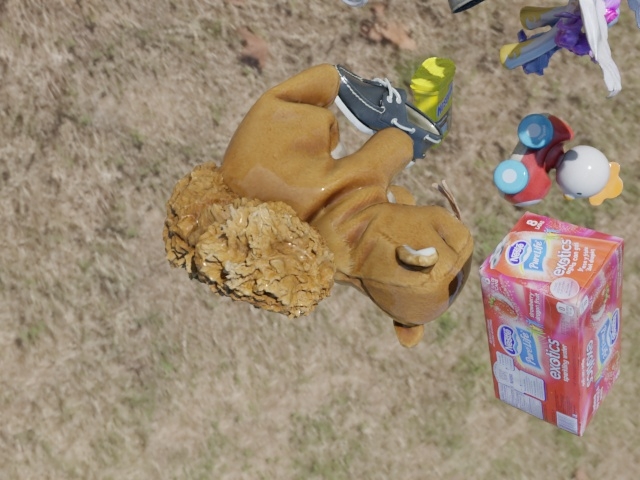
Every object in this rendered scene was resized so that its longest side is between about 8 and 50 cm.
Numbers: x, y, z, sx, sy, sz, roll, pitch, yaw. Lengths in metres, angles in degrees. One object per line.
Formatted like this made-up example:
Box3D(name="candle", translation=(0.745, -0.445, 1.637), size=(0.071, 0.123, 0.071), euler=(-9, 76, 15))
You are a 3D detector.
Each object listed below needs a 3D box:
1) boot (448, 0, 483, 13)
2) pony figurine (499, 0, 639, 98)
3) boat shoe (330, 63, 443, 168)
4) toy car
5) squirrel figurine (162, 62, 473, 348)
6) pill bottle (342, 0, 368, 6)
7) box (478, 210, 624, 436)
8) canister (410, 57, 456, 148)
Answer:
Box3D(name="boot", translation=(0.277, -0.540, 1.530), size=(0.076, 0.208, 0.190), euler=(-6, 167, -40))
Box3D(name="pony figurine", translation=(0.435, -0.394, 1.356), size=(0.303, 0.363, 0.351), euler=(-17, 92, -34))
Box3D(name="boat shoe", translation=(0.104, -0.221, 1.413), size=(0.091, 0.114, 0.302), euler=(-35, 150, 19))
Box3D(name="toy car", translation=(0.524, -0.139, 1.834), size=(0.210, 0.238, 0.219), euler=(-63, 160, 9))
Box3D(name="squirrel figurine", translation=(0.000, 0.000, 1.167), size=(0.397, 0.370, 0.281), euler=(-27, 147, -33))
Box3D(name="pill bottle", translation=(0.100, -0.568, 1.777), size=(0.160, 0.087, 0.087), euler=(-55, 140, -21))
Box3D(name="box", translation=(0.291, 0.106, 1.061), size=(0.122, 0.128, 0.257), euler=(-46, 139, -30))
Box3D(name="canister", translation=(0.254, -0.308, 1.927), size=(0.126, 0.073, 0.170), euler=(-52, 149, -40))
